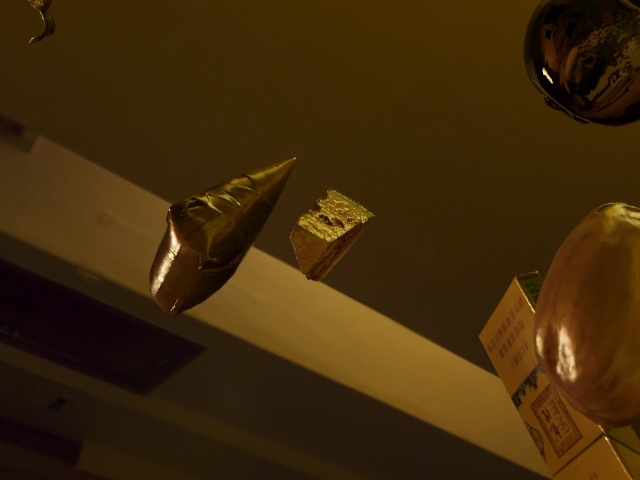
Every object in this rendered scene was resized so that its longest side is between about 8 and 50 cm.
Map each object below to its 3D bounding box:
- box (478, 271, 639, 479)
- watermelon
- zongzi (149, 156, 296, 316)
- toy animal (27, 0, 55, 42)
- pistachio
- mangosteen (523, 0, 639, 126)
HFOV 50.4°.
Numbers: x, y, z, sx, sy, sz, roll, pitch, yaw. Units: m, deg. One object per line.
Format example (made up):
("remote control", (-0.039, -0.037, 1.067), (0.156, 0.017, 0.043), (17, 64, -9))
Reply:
("box", (0.286, 0.191, 0.813), (0.153, 0.041, 0.279), (101, -27, -52))
("watermelon", (0.000, 0.000, 1.125), (0.154, 0.094, 0.241), (-58, 172, 9))
("zongzi", (-0.178, -0.011, 1.279), (0.300, 0.145, 0.274), (-41, 172, -40))
("toy animal", (-0.208, -0.180, 0.504), (0.084, 0.028, 0.050), (-58, -179, 25))
("pistachio", (0.237, 0.061, 0.557), (0.108, 0.126, 0.185), (-161, -108, -89))
("mangosteen", (0.390, -0.270, 0.907), (0.243, 0.243, 0.243), (-44, -151, 33))
